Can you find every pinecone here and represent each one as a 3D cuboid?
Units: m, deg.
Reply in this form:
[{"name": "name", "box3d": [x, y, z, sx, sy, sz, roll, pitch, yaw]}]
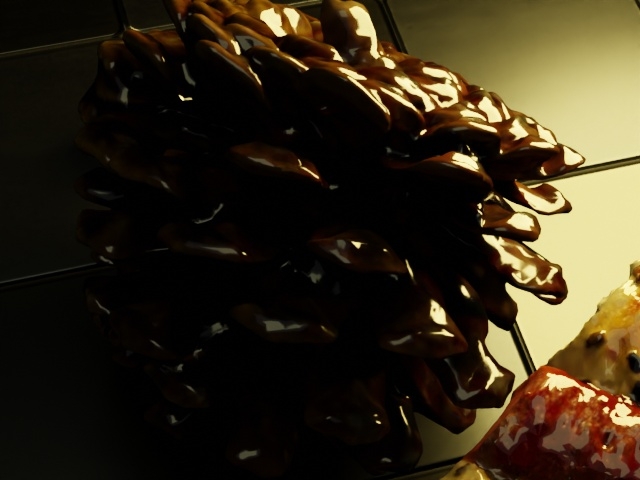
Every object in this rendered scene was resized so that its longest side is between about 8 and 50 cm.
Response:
[{"name": "pinecone", "box3d": [0.000, 0.000, 1.169, 0.397, 0.398, 0.398, 2, 56, -3]}]

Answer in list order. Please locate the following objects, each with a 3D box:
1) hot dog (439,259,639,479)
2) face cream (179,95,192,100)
[{"name": "hot dog", "box3d": [0.281, 0.224, 1.129, 0.365, 0.196, 0.367, 37, 63, 15]}, {"name": "face cream", "box3d": [-0.058, -0.137, 1.426, 0.243, 0.058, 0.092, -17, 54, -22]}]
